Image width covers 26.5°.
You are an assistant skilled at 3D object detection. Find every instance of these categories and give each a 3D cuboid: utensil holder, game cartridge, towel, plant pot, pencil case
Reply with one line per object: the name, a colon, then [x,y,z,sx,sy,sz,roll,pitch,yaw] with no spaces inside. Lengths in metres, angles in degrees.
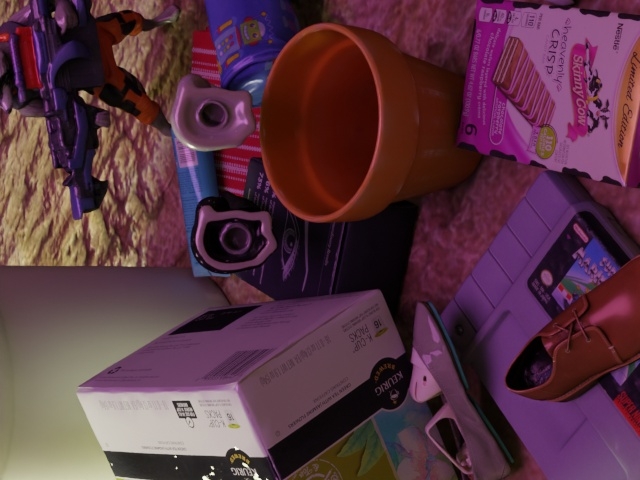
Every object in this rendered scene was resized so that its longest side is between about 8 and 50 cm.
utensil holder: [-0.339,0.186,1.818,0.327,0.385,0.328,2,93,51]
game cartridge: [0.265,0.126,1.317,0.355,0.068,0.230,57,136,34]
towel: [-0.110,-0.148,1.812,0.199,0.031,0.275,13,102,49]
plant pot: [0.068,-0.121,1.457,0.205,0.188,0.205,0,90,51]
pencil case: [-0.090,-0.306,1.685,0.119,0.133,0.306,-17,62,7]

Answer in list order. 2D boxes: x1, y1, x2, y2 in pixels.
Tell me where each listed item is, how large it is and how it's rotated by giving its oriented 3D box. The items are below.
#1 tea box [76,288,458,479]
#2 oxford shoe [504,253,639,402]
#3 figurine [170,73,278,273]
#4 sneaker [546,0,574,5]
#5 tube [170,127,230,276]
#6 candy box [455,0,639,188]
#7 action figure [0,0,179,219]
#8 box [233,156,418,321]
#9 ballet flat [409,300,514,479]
tea box: [-0.048,0.251,1.505,0.329,0.220,0.324,-10,108,52]
oxford shoe: [0.246,0.084,1.236,0.212,0.076,0.076,-52,50,36]
figurine: [-0.109,-0.081,1.529,0.209,0.092,0.215,-121,22,-84]
sneaker: [0.260,-0.347,1.272,0.292,0.118,0.110,-57,47,33]
tube: [-0.160,-0.053,1.821,0.080,0.052,0.207,-3,96,54]
candy box: [0.243,-0.147,1.329,0.233,0.071,0.159,18,104,50]
action figure: [-0.328,-0.192,1.843,0.178,0.330,0.341,-7,84,50]
box: [0.000,0.000,1.609,0.207,0.108,0.153,30,114,47]
ballet flat: [0.130,0.166,1.407,0.213,0.068,0.072,62,178,-13]
